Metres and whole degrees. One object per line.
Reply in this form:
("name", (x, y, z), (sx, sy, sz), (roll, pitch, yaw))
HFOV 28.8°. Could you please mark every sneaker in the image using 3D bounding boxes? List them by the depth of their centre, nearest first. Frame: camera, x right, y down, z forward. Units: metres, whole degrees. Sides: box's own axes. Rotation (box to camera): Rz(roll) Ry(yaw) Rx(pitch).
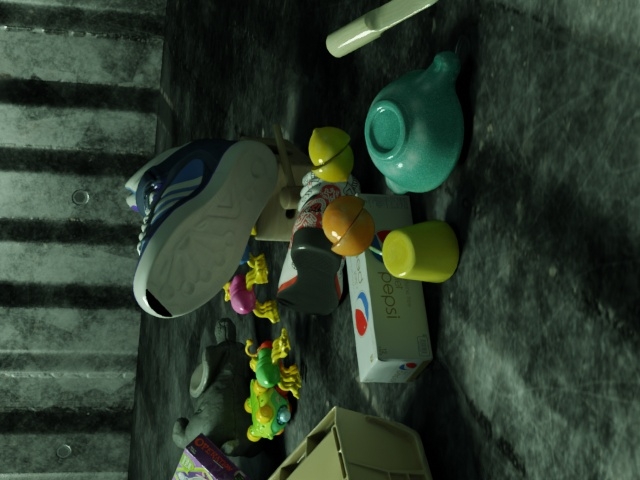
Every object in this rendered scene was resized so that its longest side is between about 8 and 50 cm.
("sneaker", (0.001, 0.000, 1.717), (0.270, 0.090, 0.145), (102, -178, -67))
("sneaker", (-0.219, -0.019, 1.814), (0.236, 0.130, 0.323), (-2, 46, 45))

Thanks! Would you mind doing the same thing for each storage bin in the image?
("storage bin", (0.015, 0.367, 1.391), (0.262, 0.123, 0.260), (-52, 34, 32))

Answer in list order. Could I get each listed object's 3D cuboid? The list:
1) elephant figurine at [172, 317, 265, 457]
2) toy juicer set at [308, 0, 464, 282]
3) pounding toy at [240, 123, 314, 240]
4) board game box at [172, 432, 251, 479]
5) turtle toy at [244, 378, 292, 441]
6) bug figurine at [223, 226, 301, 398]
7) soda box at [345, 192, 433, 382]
("elephant figurine", (-0.160, 0.242, 2.115), (0.186, 0.169, 0.240), (3, 78, 33))
("toy juicer set", (0.078, -0.126, 1.386), (0.209, 0.089, 0.329), (12, 102, 50))
("pounding toy", (-0.049, -0.090, 1.893), (0.206, 0.094, 0.181), (42, 125, 55))
("board game box", (-0.172, 0.478, 2.093), (0.056, 0.208, 0.347), (-44, -12, -36))
("turtle toy", (-0.080, 0.256, 1.983), (0.095, 0.066, 0.130), (116, 152, -55))
("bug figurine", (-0.094, 0.112, 1.841), (0.216, 0.072, 0.279), (-110, 4, -73))
("soda box", (0.076, 0.055, 1.460), (0.074, 0.069, 0.216), (118, 151, -58))
